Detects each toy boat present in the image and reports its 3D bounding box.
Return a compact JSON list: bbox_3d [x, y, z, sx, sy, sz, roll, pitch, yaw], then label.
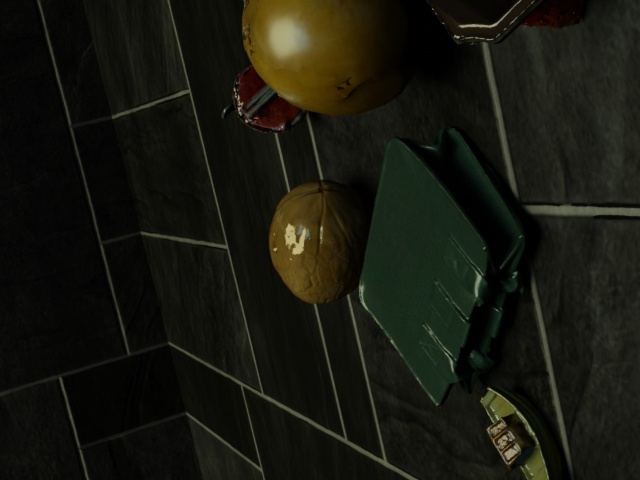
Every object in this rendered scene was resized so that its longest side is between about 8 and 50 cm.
[{"bbox_3d":[0.250,0.257,1.284,0.172,0.066,0.065,62,153,27],"label":"toy boat"}]

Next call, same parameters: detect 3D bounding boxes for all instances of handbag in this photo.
[{"bbox_3d":[0.154,0.035,1.341,0.238,0.089,0.326,58,153,35],"label":"handbag"}]

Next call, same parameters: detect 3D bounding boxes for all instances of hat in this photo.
[{"bbox_3d":[-0.080,-0.237,1.748,0.140,0.129,0.227,-64,3,-4],"label":"hat"}]

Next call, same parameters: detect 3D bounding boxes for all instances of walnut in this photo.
[{"bbox_3d":[0.000,0.000,1.609,0.165,0.165,0.197,54,159,42],"label":"walnut"}]

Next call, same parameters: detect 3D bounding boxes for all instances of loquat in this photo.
[{"bbox_3d":[0.019,-0.265,1.262,0.235,0.235,0.235,164,90,-69],"label":"loquat"}]

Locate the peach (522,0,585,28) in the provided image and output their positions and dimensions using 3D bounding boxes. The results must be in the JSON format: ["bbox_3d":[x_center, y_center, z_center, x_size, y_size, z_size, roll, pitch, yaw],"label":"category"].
[{"bbox_3d":[0.186,-0.280,1.023,0.172,0.093,0.127,71,156,16],"label":"peach"}]

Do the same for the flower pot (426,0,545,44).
[{"bbox_3d":[0.159,-0.305,0.920,0.251,0.084,0.178,-43,61,30],"label":"flower pot"}]
